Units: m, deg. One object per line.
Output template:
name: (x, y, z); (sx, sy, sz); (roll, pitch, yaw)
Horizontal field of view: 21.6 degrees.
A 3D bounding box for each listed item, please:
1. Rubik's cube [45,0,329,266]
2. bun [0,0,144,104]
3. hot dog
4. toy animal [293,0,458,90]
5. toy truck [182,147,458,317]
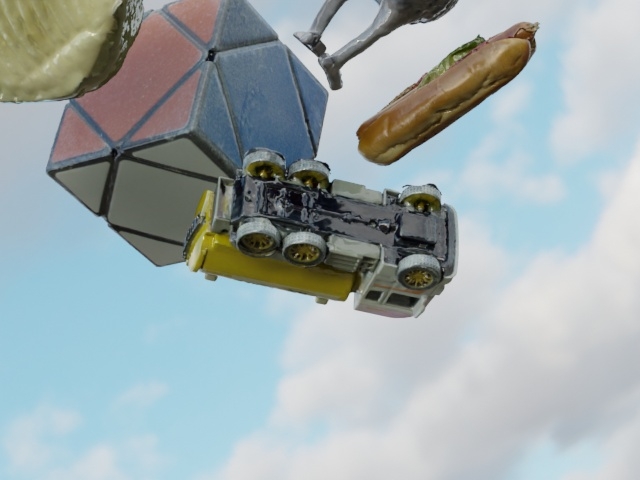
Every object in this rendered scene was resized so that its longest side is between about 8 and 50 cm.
Rubik's cube: (-0.137, -0.118, 1.808); (0.207, 0.205, 0.205); (-14, -40, 32)
bun: (-0.266, -0.254, 1.483); (0.259, 0.259, 0.152); (-43, 9, 24)
hot dog: (0.136, -0.159, 1.769); (0.236, 0.062, 0.092); (-35, 2, 19)
toy animal: (0.061, -0.214, 1.416); (0.206, 0.081, 0.367); (-39, -9, 19)
toy truck: (0.000, 0.000, 1.460); (0.227, 0.098, 0.114); (12, -38, -11)
